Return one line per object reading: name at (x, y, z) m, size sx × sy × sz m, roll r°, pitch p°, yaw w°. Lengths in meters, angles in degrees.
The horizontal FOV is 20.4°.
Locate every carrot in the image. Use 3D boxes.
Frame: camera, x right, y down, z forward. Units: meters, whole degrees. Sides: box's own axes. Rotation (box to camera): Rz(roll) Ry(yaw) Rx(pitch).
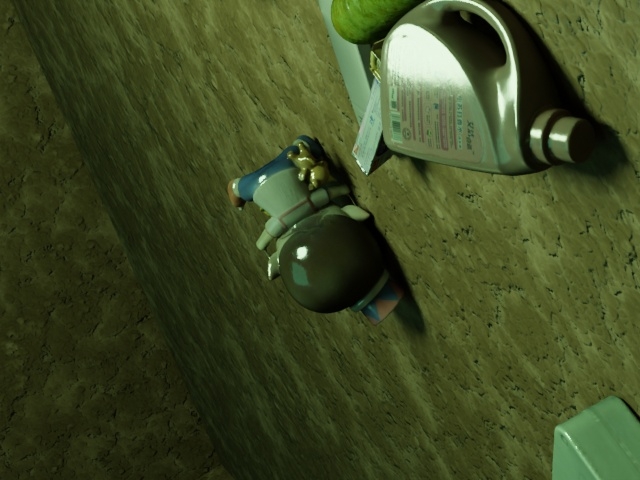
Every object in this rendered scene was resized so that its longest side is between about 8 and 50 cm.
carrot at (0.090, -0.264, 1.744) m, size 0.074 × 0.074 × 0.358 m, roll 60°, pitch 161°, yaw -1°

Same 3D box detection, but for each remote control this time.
remote control at (0.046, -0.202, 2.108) m, size 0.077 × 0.022 × 0.245 m, roll 44°, pitch 159°, yaw 52°

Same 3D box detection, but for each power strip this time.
power strip at (0.339, 0.336, 1.952) m, size 0.261 × 0.141 × 0.229 m, roll 55°, pitch 166°, yaw 30°

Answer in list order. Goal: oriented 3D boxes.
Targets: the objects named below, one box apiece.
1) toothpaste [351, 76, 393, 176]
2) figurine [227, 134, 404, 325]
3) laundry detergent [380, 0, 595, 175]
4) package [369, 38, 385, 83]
toothpaste at (0.072, -0.144, 2.039) m, size 0.040 × 0.047 × 0.196 m, roll 45°, pitch 156°, yaw 15°
figurine at (-0.002, 0.000, 2.420) m, size 0.276 × 0.161 × 0.158 m, roll 60°, pitch -172°, yaw 5°
laundry detergent at (0.158, -0.149, 1.702) m, size 0.237 × 0.076 × 0.171 m, roll 14°, pitch 111°, yaw 47°
package at (0.113, -0.162, 1.866) m, size 0.131 × 0.071 × 0.047 m, roll 52°, pitch 158°, yaw 22°
